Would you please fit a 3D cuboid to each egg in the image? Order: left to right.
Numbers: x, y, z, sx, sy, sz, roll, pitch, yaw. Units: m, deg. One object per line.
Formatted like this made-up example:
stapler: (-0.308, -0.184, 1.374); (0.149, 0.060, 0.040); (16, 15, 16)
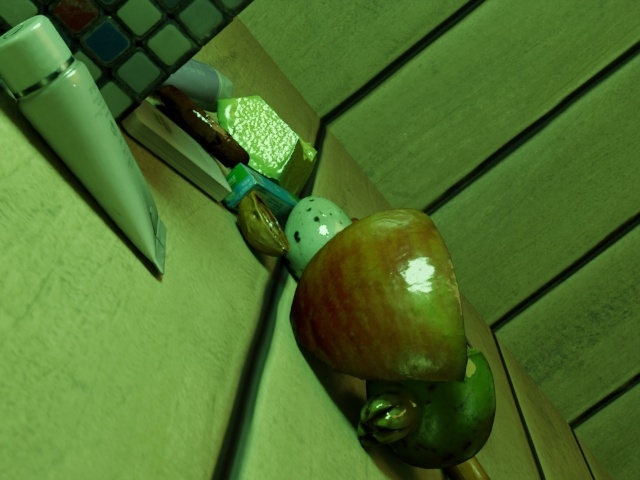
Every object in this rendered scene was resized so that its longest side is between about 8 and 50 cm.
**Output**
egg: (0.000, 0.000, 1.948); (0.131, 0.131, 0.164); (42, 28, -43)

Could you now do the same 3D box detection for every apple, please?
apple: (0.089, 0.078, 1.685); (0.179, 0.254, 0.346); (37, 12, -28)

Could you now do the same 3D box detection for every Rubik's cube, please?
Rubik's cube: (-0.271, -0.377, 1.545); (0.293, 0.287, 0.292); (45, 15, -26)

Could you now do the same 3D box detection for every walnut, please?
walnut: (-0.095, -0.018, 1.826); (0.091, 0.052, 0.121); (38, 22, -59)

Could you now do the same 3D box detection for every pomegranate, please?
pomegranate: (0.162, 0.251, 1.678); (0.241, 0.190, 0.159); (7, 68, -78)

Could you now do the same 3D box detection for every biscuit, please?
biscuit: (-0.191, -0.182, 1.909); (0.192, 0.049, 0.192); (40, -5, 4)

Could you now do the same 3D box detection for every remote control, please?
remote control: (-0.223, -0.146, 1.754); (0.250, 0.034, 0.103); (40, 16, -53)

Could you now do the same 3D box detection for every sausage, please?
sausage: (0.245, 0.386, 1.929); (0.183, 0.054, 0.062); (54, 42, -1)

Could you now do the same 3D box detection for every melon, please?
melon: (-0.083, -0.159, 2.183); (0.196, 0.124, 0.323); (56, 5, 15)

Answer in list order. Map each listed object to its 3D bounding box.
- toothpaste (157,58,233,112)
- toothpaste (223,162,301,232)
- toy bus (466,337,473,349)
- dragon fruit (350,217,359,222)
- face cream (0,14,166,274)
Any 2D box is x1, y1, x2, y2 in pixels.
toothpaste: (-0.267, -0.292, 1.976); (0.125, 0.080, 0.371); (55, 15, 20)
toothpaste: (-0.091, -0.061, 1.967); (0.050, 0.065, 0.267); (51, 9, 23)
toy bus: (0.217, 0.186, 2.290); (0.147, 0.127, 0.302); (48, 10, -38)
dragon fruit: (0.078, 0.051, 2.217); (0.246, 0.125, 0.125); (73, 17, -59)
face cream: (-0.260, -0.110, 1.346); (0.314, 0.089, 0.143); (56, 7, -23)
